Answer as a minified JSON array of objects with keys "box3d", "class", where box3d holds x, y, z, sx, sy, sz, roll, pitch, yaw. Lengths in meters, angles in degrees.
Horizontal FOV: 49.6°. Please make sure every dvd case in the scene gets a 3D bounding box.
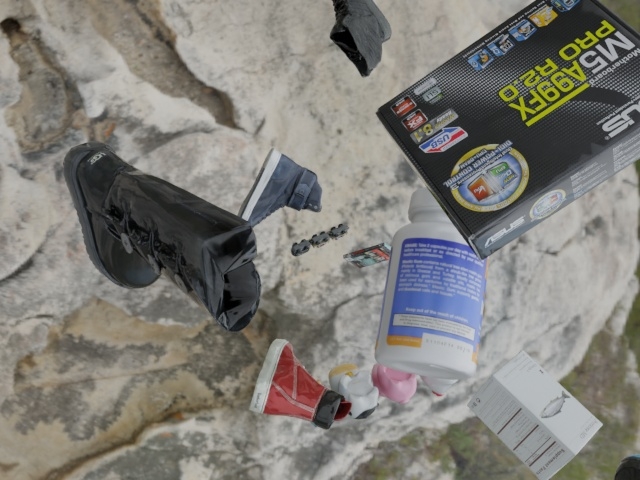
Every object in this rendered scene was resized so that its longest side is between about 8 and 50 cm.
[{"box3d":[0.130,0.039,1.751,0.087,0.119,0.013,30,48,-51],"class":"dvd case"}]

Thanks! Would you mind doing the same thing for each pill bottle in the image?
[{"box3d":[0.175,0.063,1.051,0.152,0.152,0.272,27,67,-42],"class":"pill bottle"}]

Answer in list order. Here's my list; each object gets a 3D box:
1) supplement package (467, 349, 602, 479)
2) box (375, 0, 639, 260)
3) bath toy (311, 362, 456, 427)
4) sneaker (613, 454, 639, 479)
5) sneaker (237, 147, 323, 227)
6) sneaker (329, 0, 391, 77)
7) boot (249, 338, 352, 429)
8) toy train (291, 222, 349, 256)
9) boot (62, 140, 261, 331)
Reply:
[{"box3d":[0.366,0.300,1.192,0.105,0.179,0.105,-25,150,-40],"class":"supplement package"},{"box3d":[0.226,-0.138,0.758,0.270,0.216,0.060,-33,144,7],"class":"box"},{"box3d":[0.141,0.318,1.519,0.348,0.151,0.129,-12,129,-14],"class":"bath toy"},{"box3d":[0.590,0.573,1.273,0.140,0.125,0.341,11,74,-40],"class":"sneaker"},{"box3d":[-0.089,-0.070,1.546,0.163,0.086,0.226,27,102,-15],"class":"sneaker"},{"box3d":[0.043,-0.328,1.026,0.089,0.051,0.170,-38,90,-30],"class":"sneaker"},{"box3d":[-0.028,0.270,1.292,0.244,0.176,0.088,-80,-174,-76],"class":"boot"},{"box3d":[0.000,0.000,1.500,0.158,0.027,0.036,-23,152,-34],"class":"toy train"},{"box3d":[-0.270,0.035,1.279,0.146,0.445,0.367,-44,141,-27],"class":"boot"}]
